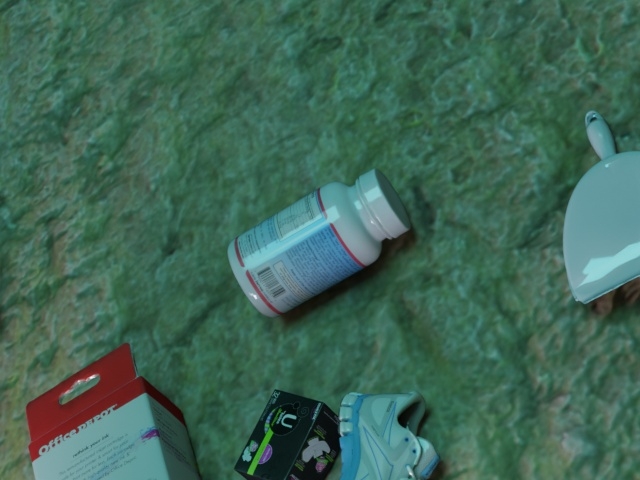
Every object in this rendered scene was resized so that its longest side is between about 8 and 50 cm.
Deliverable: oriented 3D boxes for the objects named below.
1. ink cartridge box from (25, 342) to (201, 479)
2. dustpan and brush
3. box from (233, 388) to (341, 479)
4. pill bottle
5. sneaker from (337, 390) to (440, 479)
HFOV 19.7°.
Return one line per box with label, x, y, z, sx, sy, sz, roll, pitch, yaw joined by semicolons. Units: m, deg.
ink cartridge box;-0.186;0.222;1.696;0.134;0.078;0.231;-31;46;12
dustpan and brush;0.262;-0.046;1.602;0.147;0.060;0.211;-28;54;14
box;-0.025;0.184;1.629;0.062;0.052;0.083;11;64;40
pill bottle;0.000;0.000;1.721;0.160;0.087;0.087;-30;46;13
sneaker;0.060;0.203;1.547;0.083;0.071;0.190;-14;52;20
